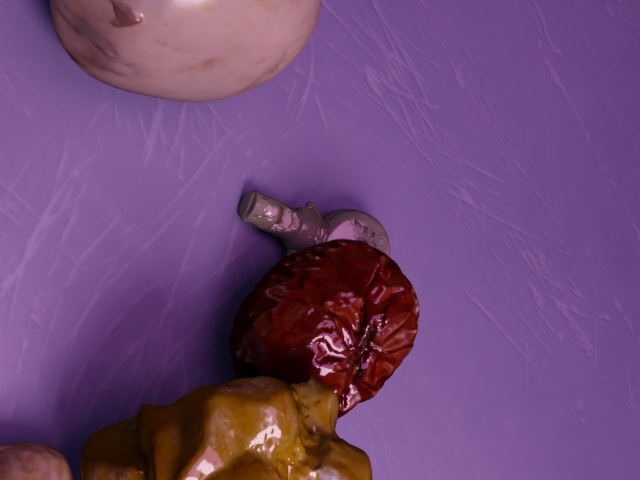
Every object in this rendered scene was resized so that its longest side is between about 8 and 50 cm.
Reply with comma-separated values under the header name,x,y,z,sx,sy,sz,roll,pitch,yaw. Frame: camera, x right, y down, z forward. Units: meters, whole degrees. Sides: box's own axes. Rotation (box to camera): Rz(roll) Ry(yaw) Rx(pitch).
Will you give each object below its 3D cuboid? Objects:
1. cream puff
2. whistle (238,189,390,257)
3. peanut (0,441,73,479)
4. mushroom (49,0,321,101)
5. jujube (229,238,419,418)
name,x,y,z,sx,sy,sz,roll,pitch,yaw
cream puff,-0.112,0.299,0.967,0.270,0.323,0.274,-9,75,-48
whistle,0.000,0.000,1.268,0.258,0.067,0.126,25,83,-31
peanut,-0.340,0.303,0.914,0.129,0.129,0.224,41,63,-30
mushroom,-0.164,-0.335,1.046,0.315,0.314,0.336,-9,71,-40
jujube,-0.001,0.113,1.155,0.232,0.213,0.212,-39,111,-30
